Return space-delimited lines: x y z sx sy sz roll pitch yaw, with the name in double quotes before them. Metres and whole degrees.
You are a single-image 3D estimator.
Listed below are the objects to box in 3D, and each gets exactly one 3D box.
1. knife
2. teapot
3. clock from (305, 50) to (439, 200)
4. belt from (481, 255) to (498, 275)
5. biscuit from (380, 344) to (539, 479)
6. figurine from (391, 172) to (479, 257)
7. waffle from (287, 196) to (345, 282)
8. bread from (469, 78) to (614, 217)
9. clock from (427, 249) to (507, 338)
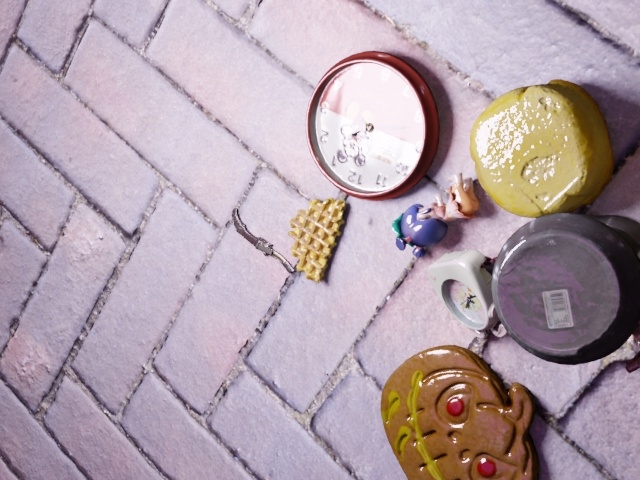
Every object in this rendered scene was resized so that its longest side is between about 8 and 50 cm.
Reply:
"knife" -0.144 0.009 2.173 0.222 0.021 0.045 45 114 20
"teapot" 0.481 0.086 1.604 0.253 0.344 0.300 -35 78 32
"clock" 0.109 -0.242 1.949 0.319 0.080 0.318 8 105 30
"belt" 0.403 0.106 1.827 0.232 0.053 0.071 45 129 21
"biscuit" 0.299 0.409 1.921 0.350 0.070 0.394 -41 75 29
"figurine" 0.234 -0.049 1.878 0.195 0.111 0.102 -34 58 31
"waffle" 0.000 0.000 2.068 0.161 0.046 0.191 -9 93 33
"bread" 0.413 -0.170 1.730 0.270 0.148 0.269 8 104 33
"clock" 0.307 0.113 1.849 0.191 0.062 0.151 60 153 -9
